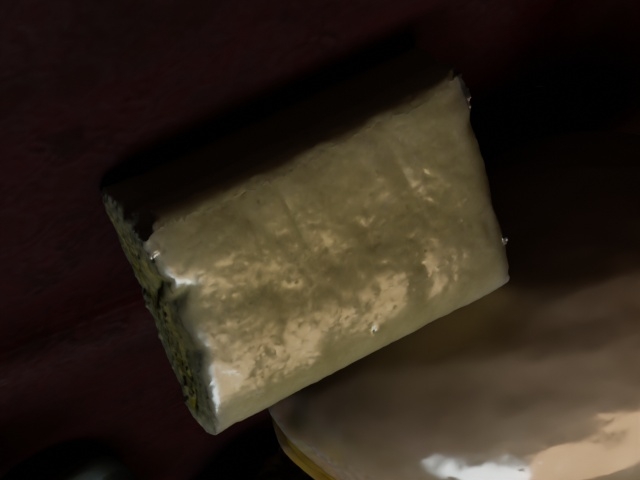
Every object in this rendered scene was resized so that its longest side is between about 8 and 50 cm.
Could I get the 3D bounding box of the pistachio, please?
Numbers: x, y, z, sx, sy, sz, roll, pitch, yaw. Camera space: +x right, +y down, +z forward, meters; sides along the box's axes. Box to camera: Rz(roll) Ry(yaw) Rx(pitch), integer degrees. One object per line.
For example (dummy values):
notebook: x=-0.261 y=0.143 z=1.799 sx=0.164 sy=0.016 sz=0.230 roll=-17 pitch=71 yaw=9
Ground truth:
pistachio: x=0.120 y=0.058 z=1.080 sx=0.309 sy=0.230 sz=0.230 roll=-15 pitch=158 yaw=-3

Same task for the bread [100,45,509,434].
bread: x=0.000 y=0.000 z=0.928 sx=0.178 sy=0.139 sz=0.060 roll=-28 pitch=-156 yaw=-16

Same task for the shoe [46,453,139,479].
shoe: x=-0.136 y=0.211 z=1.235 sx=0.103 sy=0.100 sz=0.251 roll=-30 pitch=162 yaw=-2

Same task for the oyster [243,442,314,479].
oyster: x=0.014 y=0.206 z=1.464 sx=0.204 sy=0.111 sz=0.396 roll=-22 pitch=166 yaw=27
